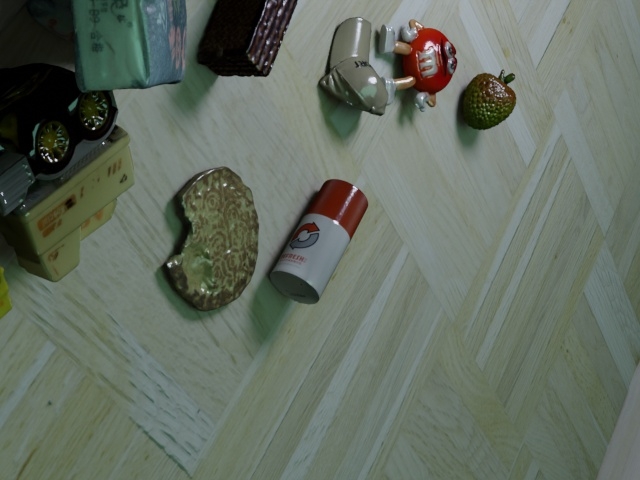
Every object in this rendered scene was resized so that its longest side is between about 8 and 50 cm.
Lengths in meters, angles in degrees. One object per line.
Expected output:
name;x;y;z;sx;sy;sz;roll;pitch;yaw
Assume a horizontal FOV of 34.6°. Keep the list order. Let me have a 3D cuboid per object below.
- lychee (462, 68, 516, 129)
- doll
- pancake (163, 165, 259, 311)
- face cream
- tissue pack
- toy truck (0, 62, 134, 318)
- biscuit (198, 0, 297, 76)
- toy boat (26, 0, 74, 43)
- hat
lychee;0.368;-0.308;2.234;0.114;0.114;0.146;27;98;-50
doll;0.203;-0.348;2.046;0.217;0.085;0.183;-9;101;-42
pancake;-0.168;-0.001;1.658;0.212;0.029;0.235;24;76;-51
face cream;0.000;0.000;1.818;0.096;0.095;0.214;55;53;-40
tissue pack;-0.227;-0.300;1.251;0.316;0.103;0.228;-91;178;-80
toy truck;-0.397;-0.040;1.249;0.405;0.180;0.254;-49;138;-40
biscuit;-0.080;-0.434;1.651;0.073;0.107;0.388;41;63;-49
toy boat;-0.303;-0.330;1.410;0.207;0.078;0.134;17;78;-50
hat;0.079;-0.322;1.886;0.147;0.085;0.175;10;88;-51
